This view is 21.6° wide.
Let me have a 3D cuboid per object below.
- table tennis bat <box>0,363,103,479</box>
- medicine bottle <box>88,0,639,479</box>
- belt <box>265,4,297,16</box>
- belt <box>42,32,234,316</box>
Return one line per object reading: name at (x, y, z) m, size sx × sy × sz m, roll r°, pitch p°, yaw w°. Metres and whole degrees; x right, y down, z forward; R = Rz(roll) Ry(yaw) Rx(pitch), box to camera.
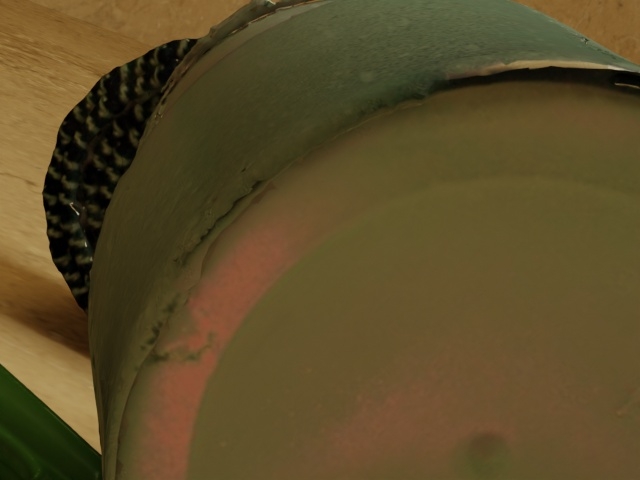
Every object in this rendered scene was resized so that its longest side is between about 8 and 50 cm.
table tennis bat at (-0.075, 0.115, 0.651) m, size 0.257 × 0.039 × 0.160 m, roll 33°, pitch 10°, yaw 36°
medicine bottle at (0.034, 0.023, 0.620) m, size 0.245 × 0.245 × 0.290 m, roll 21°, pitch 14°, yaw -15°
belt at (0.101, -0.034, 1.408) m, size 0.436 × 0.173 × 0.300 m, roll 32°, pitch 8°, yaw 18°
belt at (0.000, 0.000, 0.959) m, size 0.295 × 0.207 × 0.160 m, roll 26°, pitch 11°, yaw 10°
